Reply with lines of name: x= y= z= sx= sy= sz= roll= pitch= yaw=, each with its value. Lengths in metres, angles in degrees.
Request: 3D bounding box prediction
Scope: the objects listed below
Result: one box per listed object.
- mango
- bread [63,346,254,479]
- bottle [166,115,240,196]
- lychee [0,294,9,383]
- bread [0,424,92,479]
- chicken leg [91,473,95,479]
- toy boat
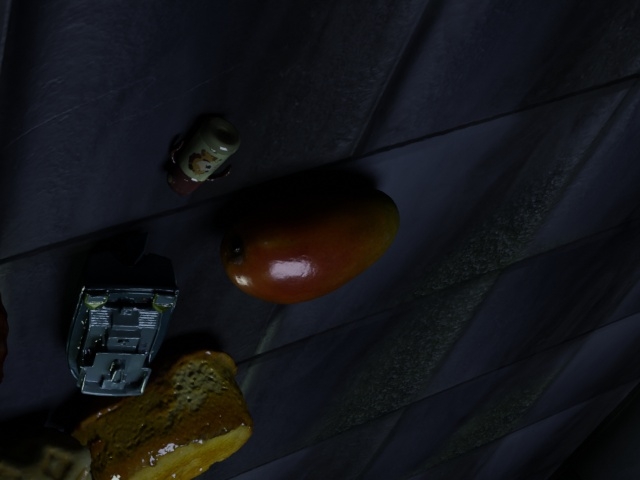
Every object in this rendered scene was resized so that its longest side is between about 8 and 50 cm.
mango: x=0.001 y=-0.003 z=1.770 sx=0.289 sy=0.129 sz=0.146 roll=-24 pitch=156 yaw=-39
bread: x=-0.222 y=0.263 z=2.001 sx=0.268 sy=0.145 sz=0.268 roll=-25 pitch=160 yaw=-10
bottle: x=-0.129 y=-0.085 z=1.533 sx=0.101 sy=0.063 sz=0.047 roll=-45 pitch=-178 yaw=35
lychee: x=-0.417 y=0.107 z=1.325 sx=0.261 sy=0.260 sz=0.260 roll=-26 pitch=157 yaw=-12
bread: x=-0.446 y=0.331 z=1.879 sx=0.268 sy=0.130 sz=0.152 roll=-13 pitch=155 yaw=-35
chicken leg: x=-0.341 y=0.389 z=2.215 sx=0.178 sy=0.070 sz=0.093 roll=-32 pitch=164 yaw=19
toy boat: x=-0.244 y=0.114 z=1.700 sx=0.114 sy=0.122 sz=0.296 roll=4 pitch=149 yaw=-14
